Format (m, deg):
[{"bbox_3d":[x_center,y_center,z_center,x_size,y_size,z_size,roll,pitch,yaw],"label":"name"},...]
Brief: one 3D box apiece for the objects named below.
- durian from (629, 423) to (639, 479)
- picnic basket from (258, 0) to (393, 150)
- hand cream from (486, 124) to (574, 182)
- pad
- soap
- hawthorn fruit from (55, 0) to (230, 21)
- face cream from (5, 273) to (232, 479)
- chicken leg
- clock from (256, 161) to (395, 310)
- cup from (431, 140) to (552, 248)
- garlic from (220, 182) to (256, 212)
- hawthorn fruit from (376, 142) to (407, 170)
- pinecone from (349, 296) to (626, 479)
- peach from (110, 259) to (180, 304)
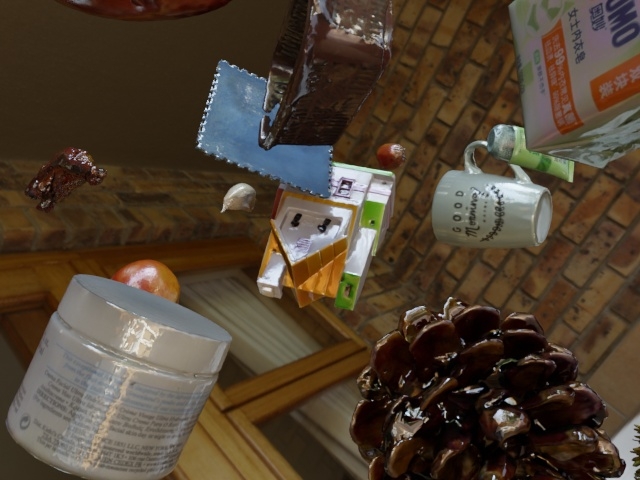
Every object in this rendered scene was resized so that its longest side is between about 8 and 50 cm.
[{"bbox_3d":[0.463,0.315,0.634,0.252,0.139,0.145,42,-122,-54],"label":"durian"},{"bbox_3d":[0.005,-0.260,0.750,0.297,0.129,0.223,131,147,-63],"label":"picnic basket"},{"bbox_3d":[0.400,-0.171,0.961,0.046,0.174,0.095,129,150,-75],"label":"hand cream"},{"bbox_3d":[-0.093,-0.220,0.994,0.269,0.269,0.012,20,-40,-18],"label":"pad"},{"bbox_3d":[0.309,-0.199,0.517,0.138,0.200,0.182,5,-15,-25],"label":"soap"},{"bbox_3d":[-0.158,-0.319,0.389,0.275,0.300,0.275,-22,-35,-17],"label":"hawthorn fruit"},{"bbox_3d":[-0.201,0.137,0.527,0.153,0.177,0.177,-65,-26,-5],"label":"face cream"},{"bbox_3d":[-0.378,-0.095,0.767,0.048,0.219,0.090,24,-120,-49],"label":"chicken leg"},{"bbox_3d":[0.000,0.000,1.037,0.166,0.235,0.310,83,-156,-52],"label":"clock"},{"bbox_3d":[0.409,-0.105,1.207,0.186,0.234,0.258,-16,-72,-48],"label":"cup"},{"bbox_3d":[-0.223,-0.121,1.445,0.152,0.066,0.084,-8,-86,-69],"label":"garlic"},{"bbox_3d":[0.217,-0.251,1.524,0.081,0.093,0.081,12,-107,-47],"label":"hawthorn fruit"},{"bbox_3d":[0.187,0.213,0.588,0.298,0.296,0.242,-4,-56,-12],"label":"pinecone"},{"bbox_3d":[-0.233,0.079,0.667,0.100,0.100,0.101,-37,-30,-25],"label":"peach"}]
